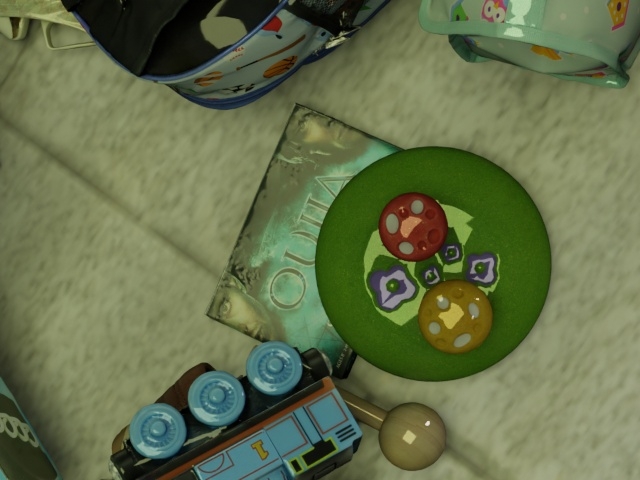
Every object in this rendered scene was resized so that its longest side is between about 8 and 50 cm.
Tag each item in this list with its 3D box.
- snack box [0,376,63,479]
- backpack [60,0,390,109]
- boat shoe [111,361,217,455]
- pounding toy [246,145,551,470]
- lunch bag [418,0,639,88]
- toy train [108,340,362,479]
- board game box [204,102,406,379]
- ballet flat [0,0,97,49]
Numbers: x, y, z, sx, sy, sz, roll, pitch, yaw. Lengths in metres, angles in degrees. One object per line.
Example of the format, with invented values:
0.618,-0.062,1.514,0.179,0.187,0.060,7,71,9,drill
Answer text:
-0.361,0.096,1.521,0.187,0.060,0.322,-27,97,32,snack box
-0.067,-0.237,1.444,0.263,0.213,0.276,-39,63,7,backpack
-0.009,0.235,1.467,0.123,0.123,0.342,-47,71,8,boat shoe
0.070,0.045,1.435,0.183,0.110,0.237,32,95,0,pounding toy
0.167,-0.231,1.359,0.160,0.262,0.223,13,93,14,lunch bag
-0.061,0.150,1.413,0.184,0.080,0.105,-28,74,-13,toy train
0.000,0.000,1.516,0.126,0.026,0.186,24,94,13,board game box
-0.233,-0.183,1.567,0.168,0.057,0.052,8,100,15,ballet flat
